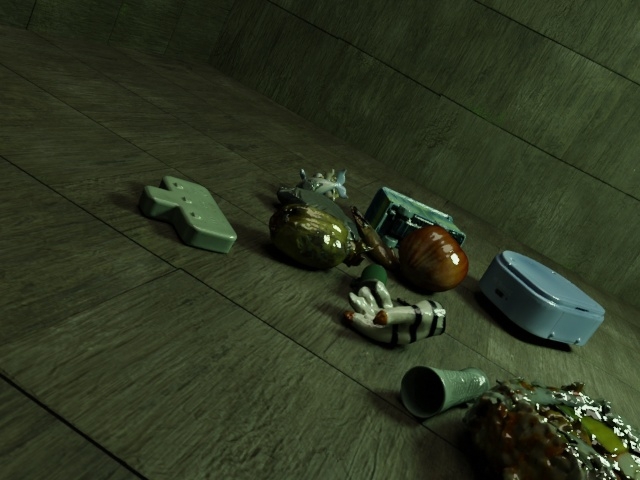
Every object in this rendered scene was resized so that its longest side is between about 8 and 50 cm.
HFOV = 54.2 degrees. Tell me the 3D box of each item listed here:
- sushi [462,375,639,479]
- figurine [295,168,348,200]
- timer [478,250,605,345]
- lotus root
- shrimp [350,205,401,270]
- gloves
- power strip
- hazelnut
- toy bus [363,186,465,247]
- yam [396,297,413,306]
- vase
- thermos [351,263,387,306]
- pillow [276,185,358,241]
[{"bbox_3d":[0.449,0.386,1.105,0.418,0.175,0.417,25,18,-9],"label":"sushi"},{"bbox_3d":[0.005,-0.167,2.046,0.209,0.128,0.184,-6,-5,33],"label":"figurine"},{"bbox_3d":[0.689,0.184,2.042,0.395,0.173,0.395,24,19,-9],"label":"timer"},{"bbox_3d":[-0.001,0.002,1.577,0.278,0.154,0.154,20,19,-23],"label":"lotus root"},{"bbox_3d":[0.163,0.002,1.954,0.117,0.066,0.262,30,25,-49],"label":"shrimp"},{"bbox_3d":[0.160,0.175,1.397,0.219,0.131,0.140,-7,28,-8],"label":"gloves"},{"bbox_3d":[-0.317,-0.072,1.437,0.194,0.059,0.265,15,22,-36],"label":"power strip"},{"bbox_3d":[0.330,0.064,1.866,0.210,0.210,0.186,34,-5,19],"label":"hazelnut"},{"bbox_3d":[0.325,-0.045,2.177,0.313,0.151,0.190,22,19,-16],"label":"toy bus"},{"bbox_3d":[0.249,0.181,1.653,0.107,0.014,0.014,31,18,10],"label":"yam"},{"bbox_3d":[0.255,0.291,1.232,0.219,0.096,0.096,11,24,-50],"label":"vase"},{"bbox_3d":[0.130,0.112,1.591,0.073,0.083,0.187,49,15,-5],"label":"thermos"},{"bbox_3d":[0.000,-0.067,1.845,0.162,0.092,0.335,3,30,-45],"label":"pillow"}]
